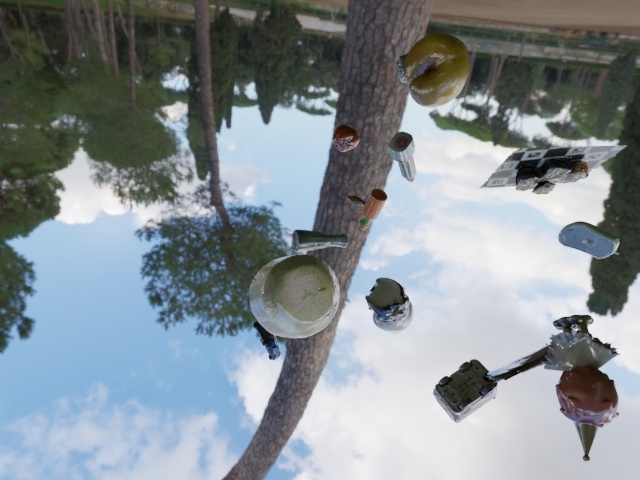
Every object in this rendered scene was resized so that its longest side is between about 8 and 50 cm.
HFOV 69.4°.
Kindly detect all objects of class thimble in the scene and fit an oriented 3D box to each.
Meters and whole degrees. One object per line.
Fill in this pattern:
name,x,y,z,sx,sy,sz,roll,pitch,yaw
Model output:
thimble,0.372,-0.688,1.831,0.135,0.090,0.118,-14,175,-1

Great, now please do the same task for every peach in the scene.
peach,0.406,-0.595,1.618,0.153,0.250,0.251,-14,-148,-31

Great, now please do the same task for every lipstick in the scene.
lipstick,0.230,-0.211,1.251,0.057,0.186,0.063,31,-103,30

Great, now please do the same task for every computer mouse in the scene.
computer mouse,0.785,-0.006,1.350,0.182,0.089,0.056,23,-139,1

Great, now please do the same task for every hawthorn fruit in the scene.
hawthorn fruit,0.079,-0.333,1.521,0.093,0.092,0.093,6,-155,-3

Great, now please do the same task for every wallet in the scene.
wallet,0.665,0.408,1.523,0.256,0.031,0.137,-24,174,-2

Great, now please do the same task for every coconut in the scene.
coconut,-0.073,0.137,1.169,0.225,0.223,0.234,-1,178,-19

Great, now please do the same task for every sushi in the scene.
sushi,0.447,-0.125,0.905,0.211,0.039,0.192,-3,165,-1

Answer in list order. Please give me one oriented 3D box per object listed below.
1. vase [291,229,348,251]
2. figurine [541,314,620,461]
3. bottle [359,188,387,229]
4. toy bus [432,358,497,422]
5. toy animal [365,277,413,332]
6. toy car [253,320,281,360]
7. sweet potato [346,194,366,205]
vase,0.000,0.000,1.802,0.214,0.086,0.086,0,-155,-22
figurine,0.726,0.391,1.261,0.166,0.207,0.386,30,-130,-33
bottle,0.193,-0.112,1.765,0.069,0.187,0.069,11,-132,-12
toy bus,0.516,0.534,1.647,0.203,0.142,0.142,-30,-132,-12
toy animal,0.324,0.309,2.176,0.213,0.266,0.212,-9,-129,11
toy car,-0.217,0.400,1.892,0.063,0.103,0.216,-27,-147,-12
sweet potato,0.147,-0.158,1.850,0.095,0.034,0.034,22,-153,13
